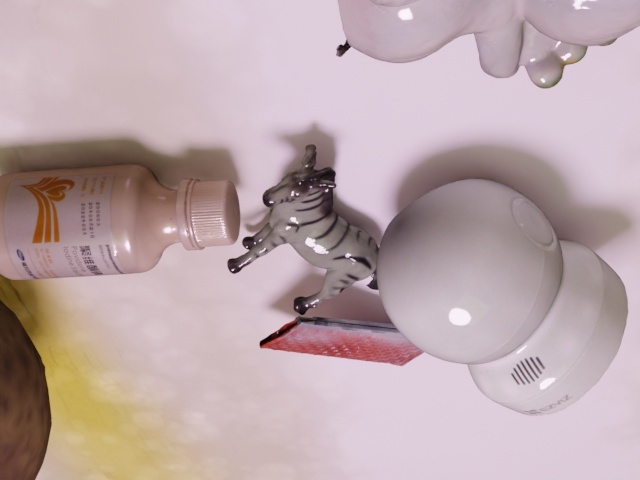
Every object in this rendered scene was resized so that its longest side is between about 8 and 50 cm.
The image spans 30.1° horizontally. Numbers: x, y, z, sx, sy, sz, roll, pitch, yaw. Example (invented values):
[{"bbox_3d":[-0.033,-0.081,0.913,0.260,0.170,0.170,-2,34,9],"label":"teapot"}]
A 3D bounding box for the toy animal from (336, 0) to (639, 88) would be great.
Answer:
[{"bbox_3d":[0.155,-0.226,0.867,0.309,0.183,0.247,-1,173,12],"label":"toy animal"}]

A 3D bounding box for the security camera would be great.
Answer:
[{"bbox_3d":[0.166,0.048,1.199,0.236,0.195,0.194,31,134,-24],"label":"security camera"}]

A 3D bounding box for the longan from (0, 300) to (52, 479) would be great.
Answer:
[{"bbox_3d":[-0.492,0.200,1.310,0.391,0.391,0.391,3,140,3],"label":"longan"}]

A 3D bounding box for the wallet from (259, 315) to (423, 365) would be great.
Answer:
[{"bbox_3d":[0.038,0.116,1.375,0.196,0.020,0.103,8,152,-29],"label":"wallet"}]

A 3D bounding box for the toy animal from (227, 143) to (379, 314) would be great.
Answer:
[{"bbox_3d":[-0.001,-0.005,1.243,0.217,0.073,0.176,31,135,-33],"label":"toy animal"}]

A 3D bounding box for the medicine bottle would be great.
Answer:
[{"bbox_3d":[-0.210,-0.021,1.217,0.252,0.114,0.114,-3,139,10],"label":"medicine bottle"}]
